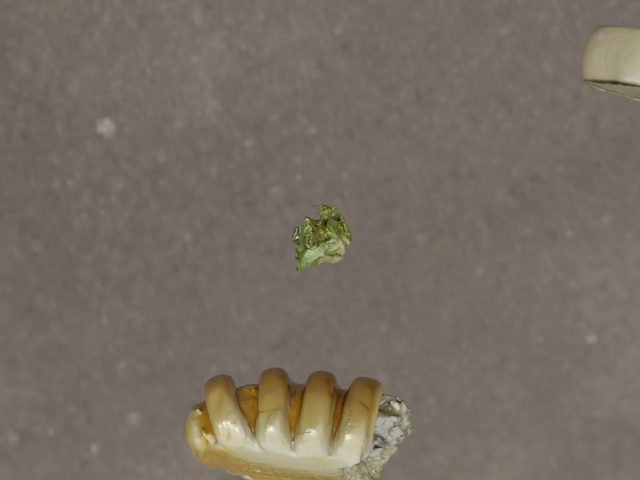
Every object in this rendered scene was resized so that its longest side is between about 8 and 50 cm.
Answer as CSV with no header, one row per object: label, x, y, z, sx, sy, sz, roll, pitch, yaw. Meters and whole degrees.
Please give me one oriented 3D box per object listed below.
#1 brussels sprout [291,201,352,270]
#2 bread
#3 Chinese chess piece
brussels sprout,0.000,0.000,2.101,0.085,0.085,0.058,-38,127,25
bread,-0.017,0.144,1.468,0.177,0.084,0.119,5,160,5
Chinese chess piece,0.270,-0.138,1.522,0.122,0.122,0.051,12,91,-32
